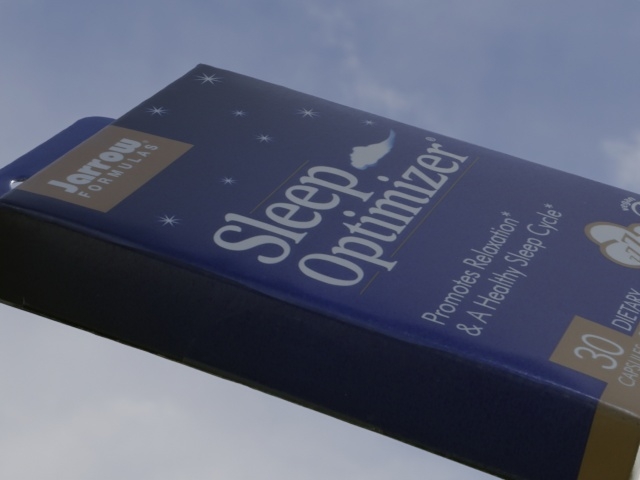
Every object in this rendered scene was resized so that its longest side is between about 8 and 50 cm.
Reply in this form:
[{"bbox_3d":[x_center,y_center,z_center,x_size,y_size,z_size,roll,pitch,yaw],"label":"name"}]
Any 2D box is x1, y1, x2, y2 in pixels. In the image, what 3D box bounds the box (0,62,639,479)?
[{"bbox_3d":[0.000,0.000,0.517,0.225,0.136,0.037,17,-63,16],"label":"box"}]
